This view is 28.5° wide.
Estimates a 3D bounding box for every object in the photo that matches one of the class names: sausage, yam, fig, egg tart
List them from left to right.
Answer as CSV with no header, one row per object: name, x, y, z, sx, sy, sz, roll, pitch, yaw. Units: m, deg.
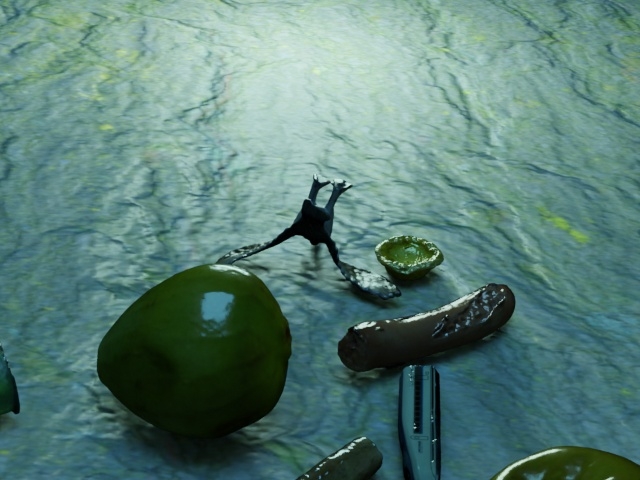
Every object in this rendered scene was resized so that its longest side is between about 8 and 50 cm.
fig,-0.145,0.140,1.475,0.230,0.207,0.207,-31,38,-1
yam,-0.020,0.286,1.388,0.057,0.056,0.241,28,38,32
egg tart,0.128,0.029,1.842,0.105,0.039,0.105,4,32,-3
sausage,0.151,0.116,1.674,0.304,0.078,0.078,-13,36,-32

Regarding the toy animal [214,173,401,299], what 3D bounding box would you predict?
toy animal,0.005,-0.015,1.814,0.273,0.160,0.197,18,31,6

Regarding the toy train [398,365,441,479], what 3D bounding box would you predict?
toy train,0.114,0.240,1.480,0.048,0.055,0.252,7,31,1

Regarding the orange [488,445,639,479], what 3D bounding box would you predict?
orange,0.250,0.325,1.195,0.279,0.235,0.279,0,26,0

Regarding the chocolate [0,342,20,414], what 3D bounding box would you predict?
chocolate,-0.496,0.189,1.425,0.291,0.110,0.110,-17,38,-29
